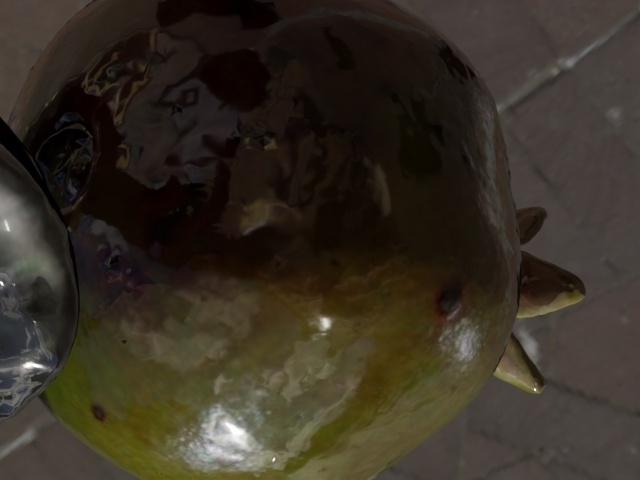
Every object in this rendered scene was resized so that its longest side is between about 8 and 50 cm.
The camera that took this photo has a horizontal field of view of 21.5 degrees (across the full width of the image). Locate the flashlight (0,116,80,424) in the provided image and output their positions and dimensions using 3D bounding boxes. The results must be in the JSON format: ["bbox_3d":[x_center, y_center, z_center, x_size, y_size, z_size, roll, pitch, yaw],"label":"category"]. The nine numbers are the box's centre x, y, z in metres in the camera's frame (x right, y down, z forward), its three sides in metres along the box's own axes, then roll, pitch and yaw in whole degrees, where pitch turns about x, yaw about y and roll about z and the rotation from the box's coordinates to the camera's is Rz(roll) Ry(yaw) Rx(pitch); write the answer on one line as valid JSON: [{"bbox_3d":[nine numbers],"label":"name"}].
[{"bbox_3d":[-0.163,-0.038,0.607,0.424,0.103,0.103,-137,27,-67],"label":"flashlight"}]

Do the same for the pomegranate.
[{"bbox_3d":[-0.024,0.004,0.877,0.291,0.290,0.323,22,173,26],"label":"pomegranate"}]
